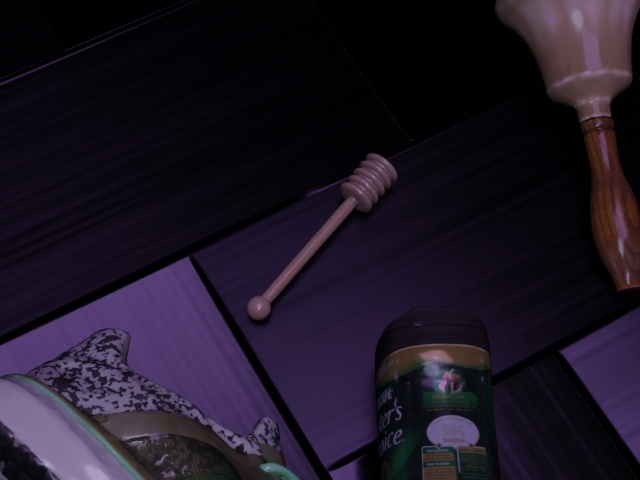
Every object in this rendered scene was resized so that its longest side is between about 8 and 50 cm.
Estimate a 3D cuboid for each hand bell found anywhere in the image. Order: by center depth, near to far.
[{"bbox_3d":[0.215,-0.078,1.212,0.126,0.126,0.242,-6,77,-8],"label":"hand bell"}]

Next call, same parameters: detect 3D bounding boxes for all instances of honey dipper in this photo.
[{"bbox_3d":[0.000,0.000,1.178,0.030,0.030,0.161,35,68,12],"label":"honey dipper"}]

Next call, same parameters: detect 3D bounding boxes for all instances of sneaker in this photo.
[{"bbox_3d":[-0.049,0.189,1.025,0.410,0.158,0.182,38,48,8],"label":"sneaker"}]

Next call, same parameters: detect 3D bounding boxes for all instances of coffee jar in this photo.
[{"bbox_3d":[0.080,0.141,1.074,0.079,0.096,0.184,2,62,-7],"label":"coffee jar"}]
